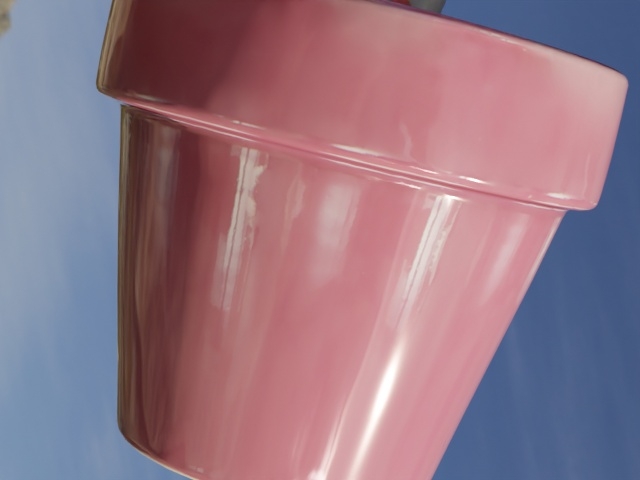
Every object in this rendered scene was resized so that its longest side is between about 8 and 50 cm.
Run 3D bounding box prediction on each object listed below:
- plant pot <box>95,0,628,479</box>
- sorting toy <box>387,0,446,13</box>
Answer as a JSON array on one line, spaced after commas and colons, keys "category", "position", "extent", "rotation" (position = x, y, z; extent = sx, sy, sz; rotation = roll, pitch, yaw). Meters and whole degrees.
[{"category": "plant pot", "position": [0.000, 0.000, 0.484], "extent": [0.201, 0.201, 0.180], "rotation": [24, -78, 59]}, {"category": "sorting toy", "position": [0.022, -0.098, 0.522], "extent": [0.012, 0.062, 0.083], "rotation": [-17, -132, 65]}]
